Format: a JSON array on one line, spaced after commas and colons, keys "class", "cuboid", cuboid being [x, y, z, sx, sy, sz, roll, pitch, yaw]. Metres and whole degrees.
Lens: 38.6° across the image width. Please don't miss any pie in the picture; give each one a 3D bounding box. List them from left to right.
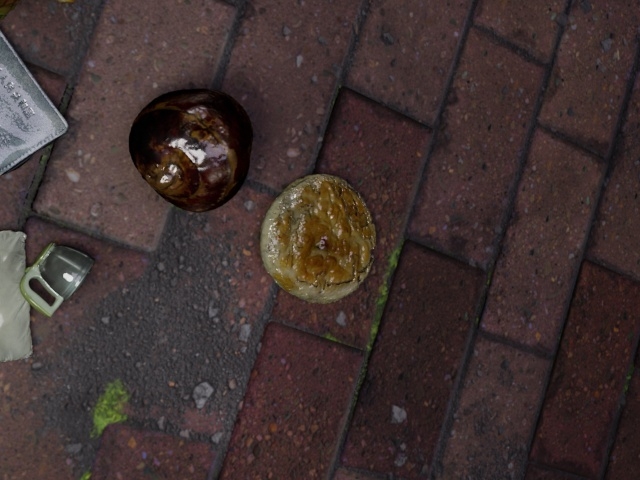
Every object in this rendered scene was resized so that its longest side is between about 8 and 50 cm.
[{"class": "pie", "cuboid": [0.000, 0.000, 1.827, 0.274, 0.055, 0.274, -3, 95, -33]}]

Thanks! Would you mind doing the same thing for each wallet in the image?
[{"class": "wallet", "cuboid": [-0.548, -0.233, 1.538, 0.167, 0.036, 0.222, -39, 108, -21]}]

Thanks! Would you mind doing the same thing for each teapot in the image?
[{"class": "teapot", "cuboid": [-0.452, 0.055, 1.562, 0.091, 0.092, 0.124, 37, 31, -13]}]

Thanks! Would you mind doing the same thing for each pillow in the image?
[{"class": "pillow", "cuboid": [-0.556, 0.099, 1.539, 0.128, 0.051, 0.229, -3, 94, -29]}]

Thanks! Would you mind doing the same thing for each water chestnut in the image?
[{"class": "water chestnut", "cuboid": [-0.219, -0.169, 1.630, 0.223, 0.238, 0.224, 5, 112, 12]}]

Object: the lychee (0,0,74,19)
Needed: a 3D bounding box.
[{"class": "lychee", "cuboid": [-0.537, -0.470, 1.411, 0.320, 0.270, 0.270, -12, 98, -38]}]
